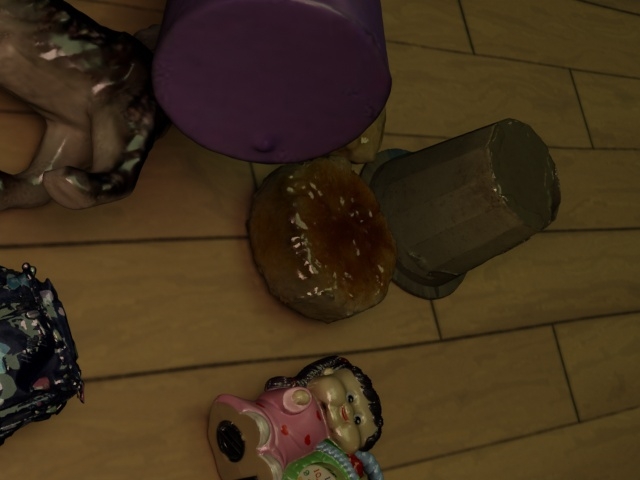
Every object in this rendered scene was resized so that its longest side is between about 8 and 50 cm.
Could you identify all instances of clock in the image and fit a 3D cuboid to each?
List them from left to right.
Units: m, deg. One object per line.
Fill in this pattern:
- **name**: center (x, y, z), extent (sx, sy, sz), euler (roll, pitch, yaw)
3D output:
- **clock**: center (-0.009, 0.229, 1.192), extent (0.195, 0.100, 0.194), euler (-16, 87, -44)

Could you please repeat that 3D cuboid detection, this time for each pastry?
- **pastry**: center (0.000, 0.000, 1.304), extent (0.182, 0.093, 0.192), euler (-14, 80, -49)

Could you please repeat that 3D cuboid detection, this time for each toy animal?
- **toy animal**: center (-0.261, -0.213, 1.093), extent (0.303, 0.194, 0.344), euler (-43, 106, -39)

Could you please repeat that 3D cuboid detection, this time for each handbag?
- **handbag**: center (-0.323, 0.107, 0.938), extent (0.260, 0.113, 0.162), euler (-17, 77, -38)

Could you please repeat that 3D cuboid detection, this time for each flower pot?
- **flower pot**: center (0.189, -0.047, 1.434), extent (0.212, 0.203, 0.212), euler (19, 61, -40)

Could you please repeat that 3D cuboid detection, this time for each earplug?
- **earplug**: center (-0.041, -0.311, 1.137), extent (0.215, 0.215, 0.455), euler (28, 46, -32)

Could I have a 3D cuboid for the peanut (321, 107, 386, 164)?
- **peanut**: center (-0.033, -0.213, 1.338), extent (0.313, 0.152, 0.152), euler (44, 47, -20)
